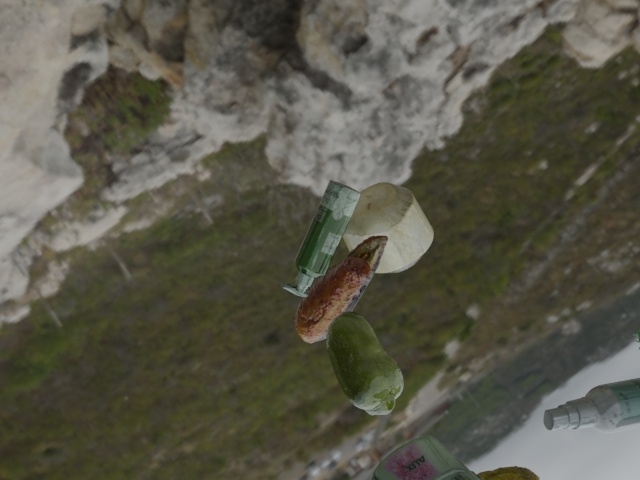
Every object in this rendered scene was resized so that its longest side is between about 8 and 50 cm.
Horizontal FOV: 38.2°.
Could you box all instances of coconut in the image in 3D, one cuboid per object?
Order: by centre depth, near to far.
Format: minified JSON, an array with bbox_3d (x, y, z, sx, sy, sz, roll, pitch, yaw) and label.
[{"bbox_3d":[0.158,-0.016,2.180,0.202,0.202,0.222,-36,121,-8],"label":"coconut"}]

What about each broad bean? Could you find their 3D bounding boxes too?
[{"bbox_3d":[0.070,0.203,1.506,0.082,0.174,0.124,-5,135,-29],"label":"broad bean"}]

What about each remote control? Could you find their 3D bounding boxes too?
[{"bbox_3d":[0.225,0.425,1.325,0.145,0.344,0.050,-23,142,-40],"label":"remote control"}]

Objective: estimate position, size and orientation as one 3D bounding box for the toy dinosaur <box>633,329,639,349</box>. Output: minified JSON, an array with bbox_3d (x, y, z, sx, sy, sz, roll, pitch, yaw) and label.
[{"bbox_3d":[0.751,0.227,2.097,0.083,0.062,0.021,-10,140,3],"label":"toy dinosaur"}]

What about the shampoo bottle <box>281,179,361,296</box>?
[{"bbox_3d":[0.000,0.000,1.574,0.205,0.065,0.065,-66,160,7],"label":"shampoo bottle"}]

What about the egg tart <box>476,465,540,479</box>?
[{"bbox_3d":[0.285,0.448,1.510,0.191,0.074,0.191,-21,-167,5],"label":"egg tart"}]

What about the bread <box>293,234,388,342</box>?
[{"bbox_3d":[0.033,0.088,1.726,0.269,0.095,0.139,-58,-176,39],"label":"bread"}]

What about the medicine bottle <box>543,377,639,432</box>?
[{"bbox_3d":[0.667,0.379,2.102,0.351,0.110,0.110,-6,153,-19],"label":"medicine bottle"}]
